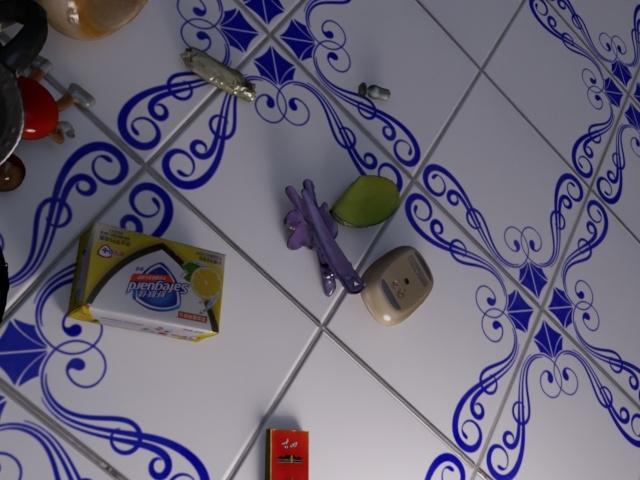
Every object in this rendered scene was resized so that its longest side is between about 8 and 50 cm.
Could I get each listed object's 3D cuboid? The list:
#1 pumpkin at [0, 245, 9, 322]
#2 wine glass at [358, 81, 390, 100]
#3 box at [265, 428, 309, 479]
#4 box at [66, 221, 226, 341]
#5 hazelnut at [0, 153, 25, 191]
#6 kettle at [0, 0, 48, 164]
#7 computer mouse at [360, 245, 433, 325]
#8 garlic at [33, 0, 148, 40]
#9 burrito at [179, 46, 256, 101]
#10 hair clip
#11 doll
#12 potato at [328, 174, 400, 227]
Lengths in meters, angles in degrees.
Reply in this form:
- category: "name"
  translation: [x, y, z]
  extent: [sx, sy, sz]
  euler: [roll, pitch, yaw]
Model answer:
- category: "pumpkin"
  translation: [-0.627, 0.071, 1.165]
  extent: [0.295, 0.296, 0.296]
  euler: [13, 65, -30]
- category: "wine glass"
  translation: [0.137, -0.371, 1.955]
  extent: [0.083, 0.042, 0.039]
  euler: [7, 98, -34]
- category: "box"
  translation: [-0.065, 0.436, 1.517]
  extent: [0.090, 0.023, 0.133]
  euler: [14, 65, -32]
- category: "box"
  translation: [-0.315, 0.082, 1.436]
  extent: [0.265, 0.097, 0.168]
  euler: [17, 63, -28]
- category: "hazelnut"
  translation: [-0.562, -0.126, 1.367]
  extent: [0.086, 0.086, 0.086]
  euler: [13, 65, -30]
- category: "kettle"
  translation: [-0.581, -0.287, 1.253]
  extent: [0.321, 0.324, 0.228]
  euler: [-37, 131, -5]
- category: "computer mouse"
  translation: [0.168, 0.103, 1.762]
  extent: [0.145, 0.082, 0.236]
  euler: [58, 40, -4]
- category: "garlic"
  translation: [-0.442, -0.548, 1.507]
  extent: [0.286, 0.249, 0.313]
  euler: [65, 16, -3]
- category: "burrito"
  translation: [-0.222, -0.366, 1.706]
  extent: [0.188, 0.045, 0.058]
  euler: [26, 53, -22]
- category: "hair clip"
  translation: [-0.003, 0.008, 1.693]
  extent: [0.137, 0.090, 0.278]
  euler: [-24, 79, -25]
- category: "doll"
  translation: [-0.528, -0.249, 1.432]
  extent: [0.183, 0.085, 0.217]
  euler: [40, 37, -16]
- category: "potato"
  translation: [0.097, -0.083, 1.811]
  extent: [0.198, 0.054, 0.119]
  euler: [-34, 93, -33]
